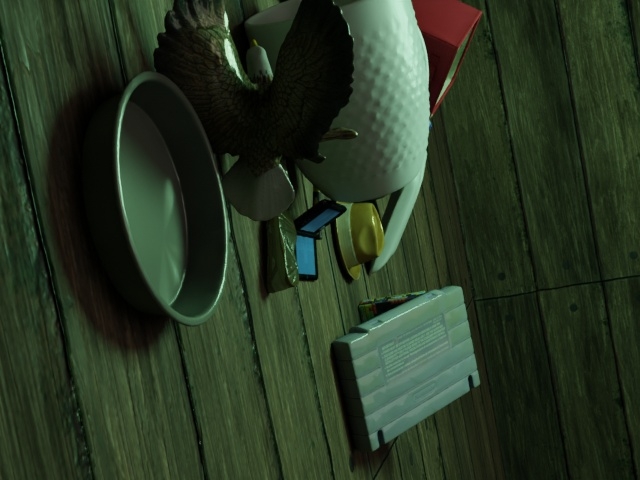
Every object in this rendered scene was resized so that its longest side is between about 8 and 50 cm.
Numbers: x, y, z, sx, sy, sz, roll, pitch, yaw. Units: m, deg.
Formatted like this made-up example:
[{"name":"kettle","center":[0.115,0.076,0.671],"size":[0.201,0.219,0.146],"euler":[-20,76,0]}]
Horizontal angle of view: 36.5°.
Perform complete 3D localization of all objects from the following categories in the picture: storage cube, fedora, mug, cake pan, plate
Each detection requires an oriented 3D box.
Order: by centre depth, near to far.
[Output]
[{"name":"cake pan","center":[-0.185,-0.044,1.111],"size":[0.293,0.054,0.293],"euler":[-10,90,-74]},{"name":"mug","center":[0.075,-0.267,1.668],"size":[0.374,0.276,0.328],"euler":[-38,120,-44]},{"name":"fedora","center":[0.084,-0.016,1.999],"size":[0.194,0.079,0.195],"euler":[-9,90,-74]},{"name":"storage cube","center":[0.194,-0.399,2.000],"size":[0.215,0.193,0.184],"euler":[-58,170,-47]},{"name":"plate","center":[0.185,-0.092,2.210],"size":[0.278,0.045,0.277],"euler":[-71,-179,-59]}]

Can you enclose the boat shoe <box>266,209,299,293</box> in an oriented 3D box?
[{"name":"boat shoe","center":[-0.068,0.010,1.530],"size":[0.056,0.048,0.153],"euler":[35,39,-52]}]

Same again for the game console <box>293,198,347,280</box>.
[{"name":"game console","center":[0.000,0.000,1.692],"size":[0.085,0.124,0.144],"euler":[56,11,12]}]

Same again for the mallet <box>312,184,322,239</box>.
[{"name":"mallet","center":[0.002,-0.097,1.786],"size":[0.039,0.062,0.190],"euler":[8,74,-75]}]

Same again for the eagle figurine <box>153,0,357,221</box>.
[{"name":"eagle figurine","center":[-0.080,-0.194,1.300],"size":[0.225,0.226,0.298],"euler":[47,-12,17]}]

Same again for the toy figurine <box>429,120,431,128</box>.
[{"name":"toy figurine","center":[0.114,-0.250,1.988],"size":[0.363,0.217,0.191],"euler":[59,26,-54]}]

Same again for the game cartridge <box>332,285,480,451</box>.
[{"name":"game cartridge","center":[0.175,0.242,1.919],"size":[0.355,0.068,0.230],"euler":[-20,98,-42]}]

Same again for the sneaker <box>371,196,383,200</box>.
[{"name":"sneaker","center":[0.127,-0.237,2.208],"size":[0.121,0.108,0.302],"euler":[55,38,-47]}]

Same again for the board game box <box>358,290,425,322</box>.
[{"name":"board game box","center":[0.167,0.202,2.047],"size":[0.048,0.141,0.170],"euler":[-43,121,-72]}]
